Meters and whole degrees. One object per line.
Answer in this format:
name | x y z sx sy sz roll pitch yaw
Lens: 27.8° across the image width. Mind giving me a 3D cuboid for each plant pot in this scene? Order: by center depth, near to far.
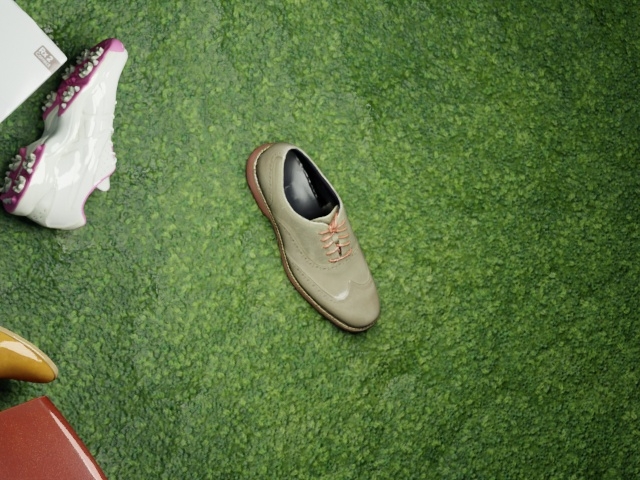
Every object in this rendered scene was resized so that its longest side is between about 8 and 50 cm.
plant pot | -0.442 0.366 1.825 0.267 0.267 0.235 -20 84 -22

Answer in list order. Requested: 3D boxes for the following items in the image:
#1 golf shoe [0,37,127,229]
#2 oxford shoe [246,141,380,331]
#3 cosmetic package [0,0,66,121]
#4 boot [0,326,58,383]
golf shoe | -0.359 -0.156 1.950 0.140 0.115 0.306 32 83 -29
oxford shoe | 0.000 0.000 2.069 0.123 0.130 0.348 -37 102 -19
cosmetic package | -0.483 -0.253 1.850 0.151 0.184 0.151 46 73 -14
boot | -0.541 0.207 1.823 0.295 0.104 0.211 25 54 -9
